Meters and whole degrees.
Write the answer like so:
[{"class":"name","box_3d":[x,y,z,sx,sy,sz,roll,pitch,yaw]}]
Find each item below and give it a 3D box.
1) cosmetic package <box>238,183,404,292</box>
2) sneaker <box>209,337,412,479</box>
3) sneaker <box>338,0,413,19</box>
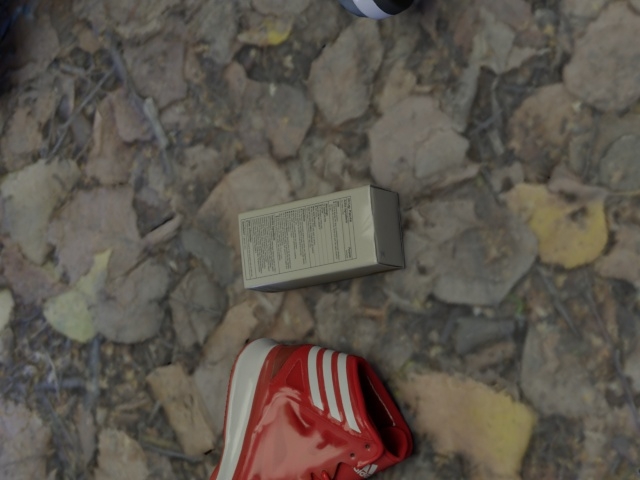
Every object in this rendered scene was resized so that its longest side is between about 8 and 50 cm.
[{"class":"cosmetic package","box_3d":[0.000,0.000,1.374,0.115,0.041,0.060,-10,79,31]},{"class":"sneaker","box_3d":[-0.009,0.181,1.334,0.128,0.087,0.221,2,86,34]},{"class":"sneaker","box_3d":[-0.044,-0.266,1.381,0.178,0.124,0.295,-24,65,23]}]
